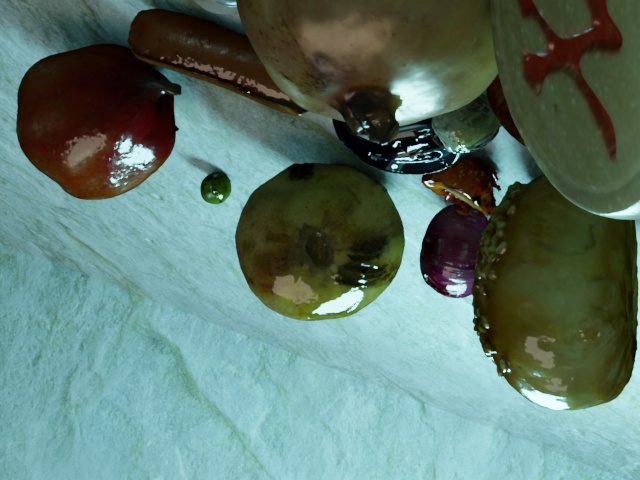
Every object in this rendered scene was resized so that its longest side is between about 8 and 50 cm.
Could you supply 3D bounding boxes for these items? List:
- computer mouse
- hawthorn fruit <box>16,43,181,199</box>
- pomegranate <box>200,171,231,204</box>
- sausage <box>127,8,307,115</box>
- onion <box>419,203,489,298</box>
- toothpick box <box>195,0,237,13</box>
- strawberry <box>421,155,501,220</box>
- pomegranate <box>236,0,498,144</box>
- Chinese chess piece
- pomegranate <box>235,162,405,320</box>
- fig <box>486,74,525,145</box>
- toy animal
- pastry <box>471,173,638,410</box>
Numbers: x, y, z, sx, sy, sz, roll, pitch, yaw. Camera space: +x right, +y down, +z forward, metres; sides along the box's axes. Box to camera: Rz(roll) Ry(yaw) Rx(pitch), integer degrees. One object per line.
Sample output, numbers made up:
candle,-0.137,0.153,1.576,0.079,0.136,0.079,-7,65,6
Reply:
computer mouse,0.116,-0.170,1.652,0.233,0.096,0.137,14,159,28
hawthorn fruit,-0.406,-0.220,1.849,0.295,0.295,0.311,28,158,-14
pomegranate,-0.229,-0.121,2.243,0.073,0.084,0.073,3,136,3
sausage,-0.148,-0.289,1.629,0.330,0.102,0.102,21,161,7
onion,0.258,0.019,1.887,0.154,0.177,0.177,-14,145,25
toothpick box,-0.111,-0.372,1.353,0.098,0.098,0.149,29,159,-19
strawberry,0.249,-0.097,1.745,0.121,0.082,0.188,21,176,26
pomegranate,0.060,-0.258,1.126,0.338,0.338,0.338,20,161,7
Chinese chess piece,0.278,-0.186,0.906,0.141,0.338,0.338,-16,165,-12
pomegranate,0.000,0.000,1.929,0.322,0.322,0.322,20,161,7
fig,0.317,-0.184,1.318,0.175,0.175,0.207,9,172,35
toy animal,0.229,-0.174,1.534,0.137,0.098,0.098,4,165,-13
pastry,0.377,0.080,1.632,0.245,0.409,0.409,2,154,23
